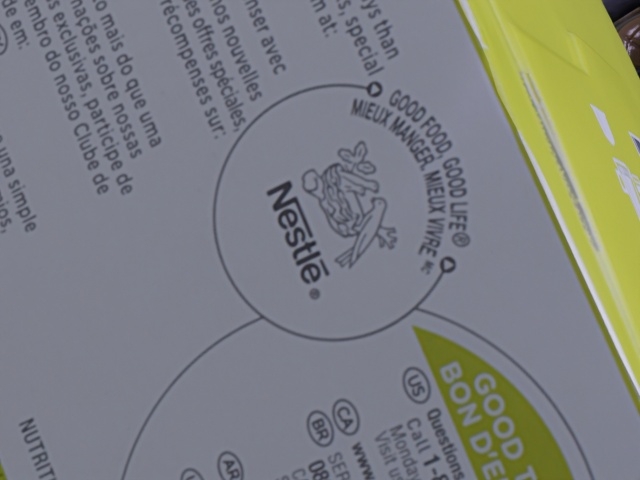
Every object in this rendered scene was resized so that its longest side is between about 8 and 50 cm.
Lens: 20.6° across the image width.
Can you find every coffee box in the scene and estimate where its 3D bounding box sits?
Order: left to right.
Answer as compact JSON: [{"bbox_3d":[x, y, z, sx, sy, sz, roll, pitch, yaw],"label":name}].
[{"bbox_3d":[-0.034,0.043,0.636,0.334,0.338,0.337,-26,167,16],"label":"coffee box"}]

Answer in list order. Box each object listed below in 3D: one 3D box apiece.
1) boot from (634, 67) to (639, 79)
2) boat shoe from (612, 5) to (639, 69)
[{"bbox_3d":[0.161,-0.078,0.902,0.260,0.348,0.131,26,158,-11],"label":"boot"},{"bbox_3d":[0.226,-0.127,1.034,0.170,0.063,0.059,-18,-170,-22],"label":"boat shoe"}]
